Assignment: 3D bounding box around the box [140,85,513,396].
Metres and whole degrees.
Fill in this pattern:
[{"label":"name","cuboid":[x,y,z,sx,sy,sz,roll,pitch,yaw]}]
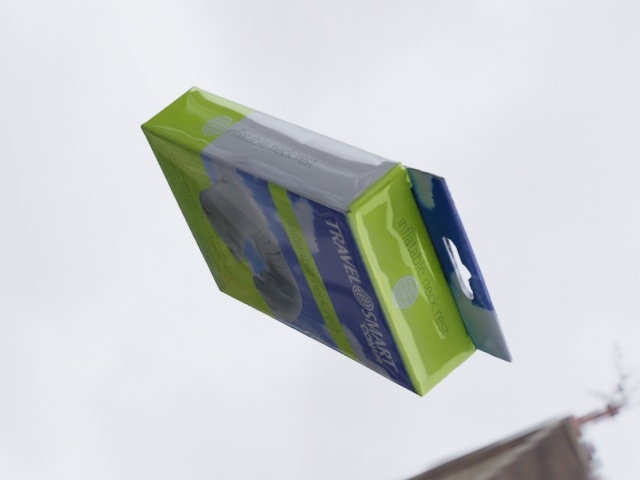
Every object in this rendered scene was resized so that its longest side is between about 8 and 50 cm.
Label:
[{"label":"box","cuboid":[0.000,0.000,0.883,0.178,0.042,0.109,24,-34,48]}]
